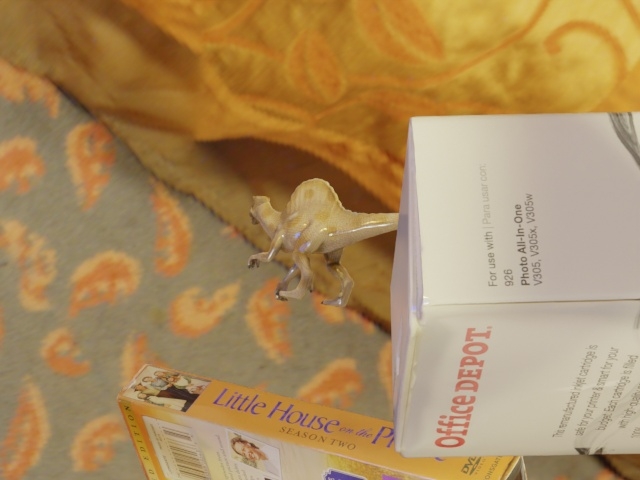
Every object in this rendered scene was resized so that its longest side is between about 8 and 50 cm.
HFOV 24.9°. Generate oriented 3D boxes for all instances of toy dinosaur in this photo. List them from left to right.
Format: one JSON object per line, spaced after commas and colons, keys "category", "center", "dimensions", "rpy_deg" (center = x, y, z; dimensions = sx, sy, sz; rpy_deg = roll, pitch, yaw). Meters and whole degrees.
{"category": "toy dinosaur", "center": [0.000, 0.000, 1.066], "dimensions": [0.053, 0.183, 0.093], "rpy_deg": [15, 81, -50]}

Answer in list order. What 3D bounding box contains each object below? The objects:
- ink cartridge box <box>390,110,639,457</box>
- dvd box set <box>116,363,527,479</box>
{"category": "ink cartridge box", "center": [0.185, 0.029, 0.803], "dimensions": [0.289, 0.211, 0.121], "rpy_deg": [-1, 61, -1]}
{"category": "dvd box set", "center": [0.017, 0.288, 1.430], "dimensions": [0.062, 0.420, 0.308], "rpy_deg": [-50, 137, -40]}
